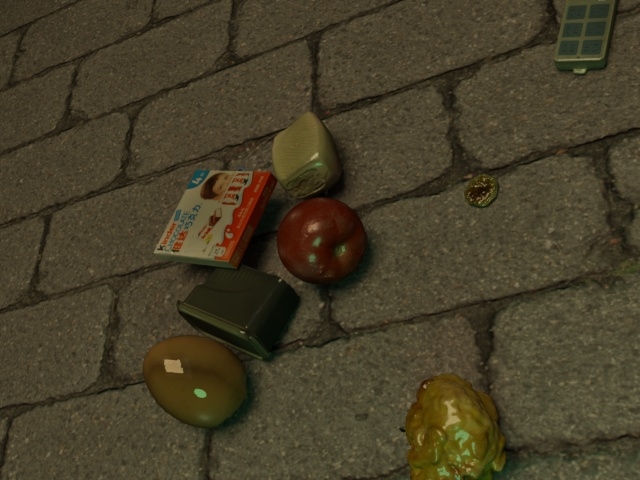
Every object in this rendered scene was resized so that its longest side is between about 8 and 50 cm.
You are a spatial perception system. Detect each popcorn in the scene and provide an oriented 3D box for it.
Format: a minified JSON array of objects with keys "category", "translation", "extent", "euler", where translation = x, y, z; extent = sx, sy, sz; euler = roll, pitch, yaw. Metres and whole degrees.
[{"category":"popcorn","translation":[0.246,0.369,1.492],"extent":[0.191,0.190,0.253],"euler":[-20,50,10]}]

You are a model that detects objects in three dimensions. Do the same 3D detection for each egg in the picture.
[{"category":"egg","translation":[-0.292,0.317,1.811],"extent":[0.201,0.244,0.201],"euler":[-48,24,29]}]

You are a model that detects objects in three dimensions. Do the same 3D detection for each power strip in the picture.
[{"category":"power strip","translation":[0.639,-0.517,1.882],"extent":[0.118,0.046,0.270],"euler":[4,64,32]}]

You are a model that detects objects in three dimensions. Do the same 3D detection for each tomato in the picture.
[{"category":"tomato","translation":[0.000,0.000,1.844],"extent":[0.208,0.208,0.184],"euler":[-52,35,-6]}]

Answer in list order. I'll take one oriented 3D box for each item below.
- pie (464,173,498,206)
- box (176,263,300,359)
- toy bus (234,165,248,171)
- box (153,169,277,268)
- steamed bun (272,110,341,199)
[{"category":"pie","translation":[0.372,-0.115,1.813],"extent":[0.084,0.020,0.084],"euler":[-14,57,23]},{"category":"box","translation":[-0.197,0.160,1.917],"extent":[0.274,0.138,0.178],"euler":[18,64,36]},{"category":"toy bus","translation":[-0.242,-0.118,2.134],"extent":[0.167,0.076,0.073],"euler":[-48,49,-3]},{"category":"box","translation":[-0.271,-0.062,2.025],"extent":[0.265,0.048,0.273],"euler":[4,60,35]},{"category":"steamed bun","translation":[-0.026,-0.206,2.024],"extent":[0.170,0.152,0.238],"euler":[-32,36,19]}]
